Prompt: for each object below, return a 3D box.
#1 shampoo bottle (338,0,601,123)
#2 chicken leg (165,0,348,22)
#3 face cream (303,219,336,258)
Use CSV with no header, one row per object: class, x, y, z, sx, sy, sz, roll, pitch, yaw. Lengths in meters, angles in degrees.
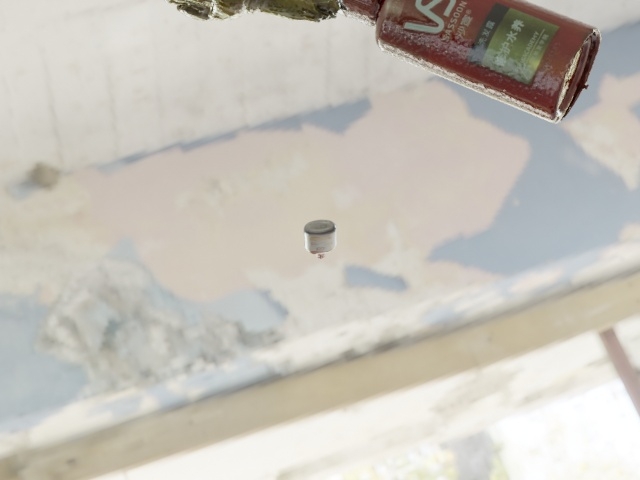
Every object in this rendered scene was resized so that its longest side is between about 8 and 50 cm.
shampoo bottle,0.162,-0.242,1.677,0.076,0.314,0.118,14,-78,-65
chicken leg,-0.086,-0.267,1.508,0.228,0.088,0.103,14,-34,-16
face cream,0.000,0.000,1.750,0.040,0.021,0.083,-5,-24,-1
